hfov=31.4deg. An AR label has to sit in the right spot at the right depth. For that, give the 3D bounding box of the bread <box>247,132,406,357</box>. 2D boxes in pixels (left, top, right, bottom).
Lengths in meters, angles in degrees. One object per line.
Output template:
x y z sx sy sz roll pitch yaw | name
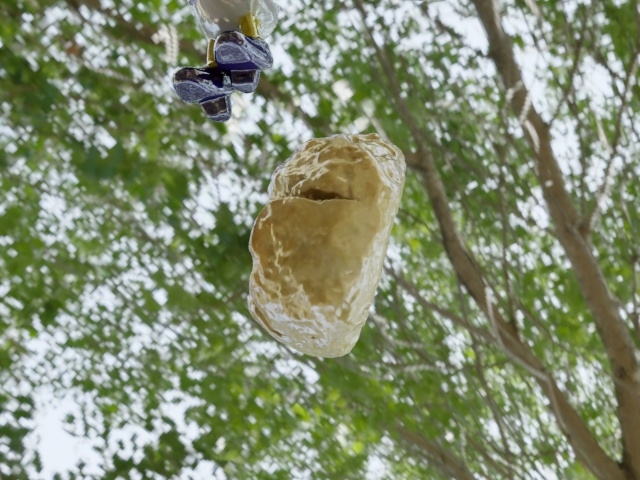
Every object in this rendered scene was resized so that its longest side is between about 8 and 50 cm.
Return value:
0.000 0.000 1.156 0.134 0.244 0.244 13 -120 0 | bread

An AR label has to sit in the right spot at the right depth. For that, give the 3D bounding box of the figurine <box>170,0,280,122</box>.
-0.128 -0.365 1.463 0.154 0.193 0.420 -22 -106 38 | figurine
